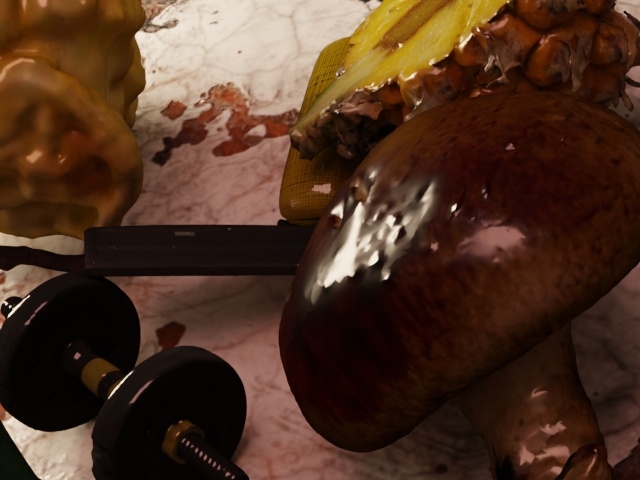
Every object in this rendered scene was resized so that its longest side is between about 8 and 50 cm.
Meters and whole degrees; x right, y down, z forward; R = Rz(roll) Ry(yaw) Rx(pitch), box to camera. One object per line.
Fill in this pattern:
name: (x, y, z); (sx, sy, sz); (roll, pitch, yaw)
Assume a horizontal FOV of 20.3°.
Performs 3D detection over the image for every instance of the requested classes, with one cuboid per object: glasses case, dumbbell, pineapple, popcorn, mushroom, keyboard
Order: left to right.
popcorn: (-0.292, -0.129, 1.681); (0.349, 0.349, 0.381); (-25, 83, -3)
dumbbell: (-0.168, 0.123, 1.479); (0.143, 0.143, 0.325); (-42, 48, -19)
keyboard: (-0.120, 0.004, 1.548); (0.381, 0.041, 0.103); (6, 22, -10)
glasses case: (0.017, -0.107, 1.684); (0.079, 0.064, 0.234); (-8, 45, 23)
pineapple: (0.136, -0.121, 1.602); (0.286, 0.209, 0.344); (-44, 17, 5)
mushroom: (0.150, 0.060, 1.336); (0.356, 0.331, 0.334); (36, 34, 15)

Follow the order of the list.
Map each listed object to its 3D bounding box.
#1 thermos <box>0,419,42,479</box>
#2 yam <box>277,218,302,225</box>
thermos: (-0.281, 0.175, 1.442); (0.083, 0.187, 0.073); (12, 53, 28)
yam: (0.000, 0.000, 1.623); (0.107, 0.014, 0.014); (24, 60, 37)
